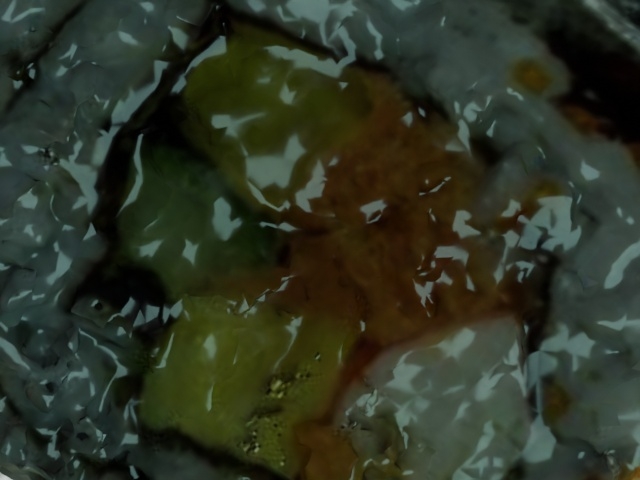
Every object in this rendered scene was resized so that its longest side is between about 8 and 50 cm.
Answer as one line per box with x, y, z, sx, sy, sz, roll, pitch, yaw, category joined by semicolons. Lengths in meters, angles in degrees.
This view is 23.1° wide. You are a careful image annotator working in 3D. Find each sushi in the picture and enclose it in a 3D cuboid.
-0.004;0.002;0.730;0.417;0.176;0.417;0;90;-6;sushi
